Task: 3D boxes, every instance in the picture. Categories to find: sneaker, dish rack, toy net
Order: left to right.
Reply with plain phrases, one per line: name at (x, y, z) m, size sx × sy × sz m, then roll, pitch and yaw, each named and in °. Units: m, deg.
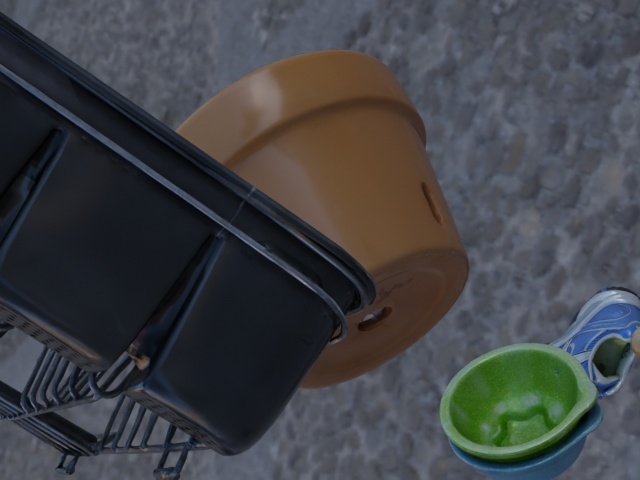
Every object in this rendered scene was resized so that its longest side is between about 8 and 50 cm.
dish rack at (-0.127, 0.009, 0.429) m, size 0.074 × 0.208 × 0.271 m, roll -60°, pitch 14°, yaw -22°
sneaker at (0.279, 0.147, 1.334) m, size 0.211 × 0.080 × 0.081 m, roll -58°, pitch 18°, yaw 25°
toy net at (0.172, 0.056, 0.533) m, size 0.232 × 0.045 × 0.122 m, roll -29°, pitch 31°, yaw -7°

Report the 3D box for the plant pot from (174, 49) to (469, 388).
plant pot at (0.000, 0.000, 1.125) m, size 0.291 × 0.291 × 0.203 m, roll -54°, pitch 56°, yaw 35°
